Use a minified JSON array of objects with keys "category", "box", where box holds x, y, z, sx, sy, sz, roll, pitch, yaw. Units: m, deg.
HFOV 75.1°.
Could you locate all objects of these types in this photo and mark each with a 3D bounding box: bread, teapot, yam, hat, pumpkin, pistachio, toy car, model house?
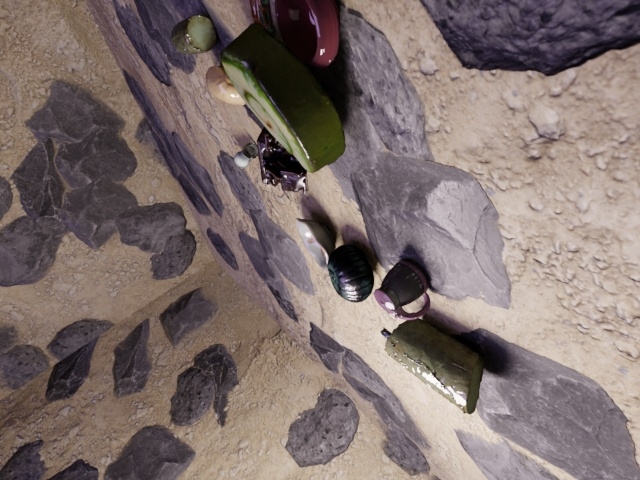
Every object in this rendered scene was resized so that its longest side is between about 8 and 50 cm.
[{"category":"bread","box":[-0.085,-0.342,1.043,0.382,0.129,0.366,51,177,-20]},{"category":"teapot","box":[0.227,0.149,1.175,0.148,0.146,0.116,61,157,-15]},{"category":"yam","box":[-0.425,-0.674,1.375,0.194,0.107,0.107,27,145,51]},{"category":"hat","box":[-0.016,-0.463,0.867,0.205,0.089,0.205,48,157,29]},{"category":"pumpkin","box":[0.103,0.108,1.380,0.202,0.140,0.202,160,90,-77]},{"category":"pistachio","box":[-0.303,-0.503,1.353,0.200,0.117,0.145,32,154,46]},{"category":"toy car","box":[-0.153,-0.571,1.059,0.059,0.035,0.122,34,149,33]},{"category":"yam","box":[0.342,0.349,1.208,0.304,0.168,0.168,27,146,48]},{"category":"model house","box":[-0.113,-0.248,1.311,0.164,0.141,0.203,48,157,43]}]

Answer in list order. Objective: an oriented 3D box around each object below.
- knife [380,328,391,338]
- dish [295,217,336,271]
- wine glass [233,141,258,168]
[{"category":"knife","box":[0.276,0.378,1.577,0.121,0.018,0.031,39,146,32]},{"category":"dish","box":[0.000,0.000,1.506,0.229,0.081,0.229,53,164,21]},{"category":"wine glass","box":[-0.293,-0.333,1.639,0.072,0.072,0.155,59,157,-10]}]
